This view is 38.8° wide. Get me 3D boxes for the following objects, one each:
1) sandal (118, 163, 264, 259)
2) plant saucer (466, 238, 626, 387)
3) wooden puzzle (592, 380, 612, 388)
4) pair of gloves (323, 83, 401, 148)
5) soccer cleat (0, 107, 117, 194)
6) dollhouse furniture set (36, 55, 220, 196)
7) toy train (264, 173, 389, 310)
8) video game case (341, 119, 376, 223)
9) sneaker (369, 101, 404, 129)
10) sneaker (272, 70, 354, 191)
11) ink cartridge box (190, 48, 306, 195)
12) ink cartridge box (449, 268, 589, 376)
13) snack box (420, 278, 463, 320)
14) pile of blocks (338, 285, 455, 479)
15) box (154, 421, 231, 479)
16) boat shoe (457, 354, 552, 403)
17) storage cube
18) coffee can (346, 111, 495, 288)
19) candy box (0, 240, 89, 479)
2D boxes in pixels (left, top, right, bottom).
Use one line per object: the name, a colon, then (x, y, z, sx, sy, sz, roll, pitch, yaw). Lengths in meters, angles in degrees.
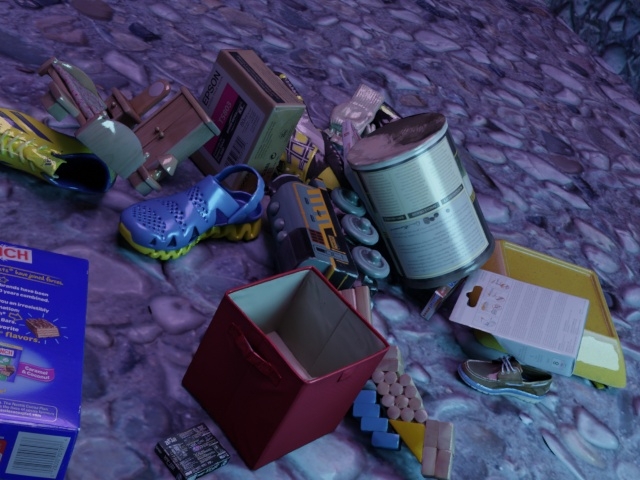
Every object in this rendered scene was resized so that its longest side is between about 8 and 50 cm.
sandal: (-0.213, -0.062, 1.589, 0.126, 0.138, 0.317, 45, 38, 21)
plant saucer: (0.471, 0.125, 1.881, 0.333, 0.081, 0.333, 18, 34, -9)
wooden puzzle: (0.574, 0.266, 1.844, 0.116, 0.014, 0.078, -6, 50, -41)
pair of gloves: (0.140, -0.262, 2.151, 0.240, 0.042, 0.204, 35, 58, 11)
soccer cleat: (-0.483, -0.150, 1.535, 0.289, 0.093, 0.121, 16, 21, -23)
dollhouse furniture set: (-0.350, -0.266, 1.567, 0.303, 0.174, 0.355, 52, 1, 34)
toy train: (0.000, 0.000, 1.642, 0.190, 0.142, 0.334, 19, 32, -28)
video game case: (0.108, -0.113, 1.886, 0.227, 0.026, 0.206, 55, 19, -31)
sneaker: (0.178, -0.252, 2.229, 0.235, 0.084, 0.097, 36, 58, 13)
sneaker: (-0.050, -0.168, 1.893, 0.147, 0.145, 0.384, -31, 69, -8)
ink cartridge box: (-0.155, -0.221, 1.759, 0.088, 0.234, 0.193, -10, 48, -46)
ink cartridge box: (0.372, 0.148, 1.696, 0.232, 0.066, 0.189, 13, 35, 18)
snack box: (0.252, 0.095, 1.787, 0.022, 0.064, 0.178, 38, 33, 13)
pile of blocks: (0.091, 0.240, 1.453, 0.362, 0.149, 0.112, 58, -1, 25)
box: (-0.173, 0.289, 1.236, 0.067, 0.018, 0.083, 45, 36, 24)
boat shoe: (0.337, 0.240, 1.648, 0.183, 0.066, 0.066, 15, 35, -21)
storage cube: (-0.051, 0.181, 1.319, 0.183, 0.193, 0.215, 45, 35, 24)
coffee can: (0.193, -0.076, 1.732, 0.275, 0.201, 0.201, 64, 24, -22)
candy box: (-0.440, 0.135, 1.154, 0.268, 0.122, 0.317, 13, 36, -21)
